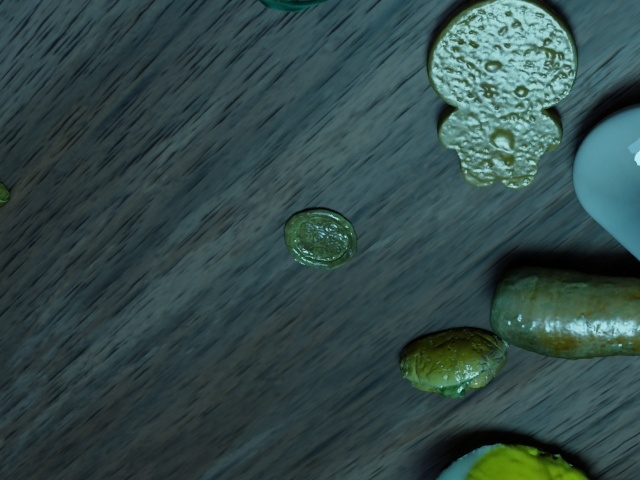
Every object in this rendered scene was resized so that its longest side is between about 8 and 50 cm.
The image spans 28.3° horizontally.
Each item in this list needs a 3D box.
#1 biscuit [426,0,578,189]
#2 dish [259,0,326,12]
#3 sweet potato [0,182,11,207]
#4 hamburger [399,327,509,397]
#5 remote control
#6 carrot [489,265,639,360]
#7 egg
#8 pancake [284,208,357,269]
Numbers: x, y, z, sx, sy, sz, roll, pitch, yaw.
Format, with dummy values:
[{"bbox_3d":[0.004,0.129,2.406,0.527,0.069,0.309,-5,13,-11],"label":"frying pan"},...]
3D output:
[{"bbox_3d":[0.247,-0.201,1.729,0.202,0.044,0.289,-2,124,9],"label":"biscuit"},{"bbox_3d":[-0.048,-0.404,1.602,0.246,0.078,0.224,21,137,2],"label":"dish"},{"bbox_3d":[-0.524,-0.053,1.918,0.117,0.049,0.049,-25,117,17],"label":"sweet potato"},{"bbox_3d":[0.203,0.191,1.958,0.176,0.102,0.087,-8,109,12],"label":"hamburger"},{"bbox_3d":[0.496,-0.059,1.753,0.332,0.103,0.221,40,126,-18],"label":"remote control"},{"bbox_3d":[0.395,0.108,1.828,0.302,0.139,0.139,5,125,24],"label":"carrot"},{"bbox_3d":[0.303,0.496,2.052,0.337,0.337,0.201,14,153,-2],"label":"egg"},{"bbox_3d":[0.000,-0.001,1.910,0.115,0.011,0.115,4,124,7],"label":"pancake"}]
